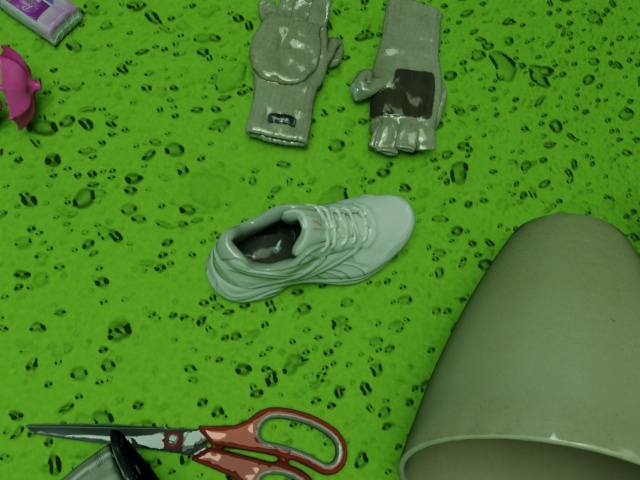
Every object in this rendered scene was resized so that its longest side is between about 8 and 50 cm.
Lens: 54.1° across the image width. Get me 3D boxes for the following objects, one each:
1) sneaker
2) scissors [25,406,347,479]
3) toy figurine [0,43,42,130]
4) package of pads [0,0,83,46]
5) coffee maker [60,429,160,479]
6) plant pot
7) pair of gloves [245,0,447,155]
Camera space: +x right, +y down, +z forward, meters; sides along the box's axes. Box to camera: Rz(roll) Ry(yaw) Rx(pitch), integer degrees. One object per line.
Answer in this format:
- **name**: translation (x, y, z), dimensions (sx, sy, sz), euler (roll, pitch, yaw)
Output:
- **sneaker**: translation (0.000, 0.000, 0.636), dimensions (0.232, 0.115, 0.090), euler (-18, 76, -15)
- **scissors**: translation (-0.121, 0.186, 0.607), dimensions (0.297, 0.021, 0.109), euler (21, 72, -1)
- **toy figurine**: translation (-0.375, -0.160, 0.640), dimensions (0.159, 0.130, 0.173), euler (32, 91, -8)
- **package of pads**: translation (-0.321, -0.264, 0.715), dimensions (0.083, 0.032, 0.050), euler (35, 68, 3)
- **coffee maker**: translation (-0.193, 0.277, 0.505), dimensions (0.178, 0.120, 0.171), euler (-35, 87, -15)
- **plant pot**: translation (0.224, 0.116, 0.589), dimensions (0.256, 0.256, 0.274), euler (21, 53, -2)
- **pair of gloves**: translation (0.034, -0.198, 0.750), dimensions (0.240, 0.042, 0.204), euler (3, 75, -7)
